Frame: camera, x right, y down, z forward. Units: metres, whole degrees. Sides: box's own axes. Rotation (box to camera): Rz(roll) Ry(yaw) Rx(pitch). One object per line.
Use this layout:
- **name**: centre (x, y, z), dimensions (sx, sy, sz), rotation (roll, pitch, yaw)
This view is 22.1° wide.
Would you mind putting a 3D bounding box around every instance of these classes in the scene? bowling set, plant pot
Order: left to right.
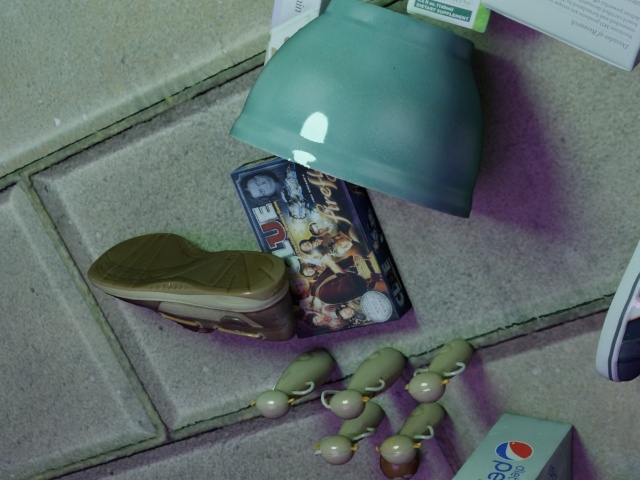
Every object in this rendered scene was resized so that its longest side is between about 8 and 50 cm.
- **plant pot**: centre (0.065, -0.164, 1.883), dimensions (0.293, 0.293, 0.196), rotation (21, 94, 20)
- **bowling set**: centre (0.078, 0.245, 2.125), dimensions (0.287, 0.154, 0.200), rotation (-10, 107, 34)

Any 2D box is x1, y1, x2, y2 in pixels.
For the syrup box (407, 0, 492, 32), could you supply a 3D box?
- **syrup box**: centre (0.169, -0.355, 1.783), dimensions (0.093, 0.096, 0.237), rotation (16, 133, 1)

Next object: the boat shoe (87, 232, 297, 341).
- **boat shoe**: centre (-0.171, 0.076, 2.206), dimensions (0.342, 0.123, 0.123), rotation (5, 130, 36)

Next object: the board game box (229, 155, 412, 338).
- **board game box**: centre (0.000, 0.000, 2.121), dimensions (0.165, 0.042, 0.243), rotation (-14, 105, 34)

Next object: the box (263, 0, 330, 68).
- **box**: centre (-0.017, -0.274, 1.985), dimensions (0.063, 0.067, 0.324), rotation (23, 123, 19)

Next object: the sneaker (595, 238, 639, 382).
- **sneaker**: centre (0.414, 0.046, 1.852), dimensions (0.127, 0.126, 0.321), rotation (29, 123, 22)

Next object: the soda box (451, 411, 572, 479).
- **soda box**: centre (0.217, 0.320, 1.997), dimensions (0.098, 0.286, 0.091), rotation (8, 116, 25)

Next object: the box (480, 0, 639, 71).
- **box**: centre (0.292, -0.291, 1.724), dimensions (0.182, 0.181, 0.119), rotation (27, 126, 15)
